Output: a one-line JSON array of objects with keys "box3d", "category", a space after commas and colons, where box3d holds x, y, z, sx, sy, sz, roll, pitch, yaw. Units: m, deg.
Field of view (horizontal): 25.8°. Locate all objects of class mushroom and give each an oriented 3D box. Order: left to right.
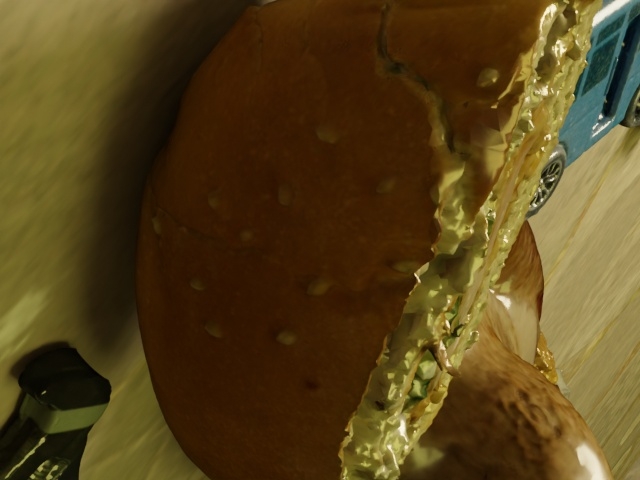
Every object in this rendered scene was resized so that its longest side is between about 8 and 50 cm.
[{"box3d": [0.065, 0.088, 0.813, 0.267, 0.254, 0.267, -56, -174, 9], "category": "mushroom"}]

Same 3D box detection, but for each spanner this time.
[{"box3d": [-0.135, 0.159, 0.706, 0.087, 0.024, 0.316, -43, 156, -28], "category": "spanner"}]

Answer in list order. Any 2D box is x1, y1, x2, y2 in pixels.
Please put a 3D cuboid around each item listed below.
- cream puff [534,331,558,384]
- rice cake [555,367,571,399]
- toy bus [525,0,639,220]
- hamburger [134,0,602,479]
[{"box3d": [0.110, 0.137, 1.051, 0.189, 0.129, 0.189, -42, 151, -29], "category": "cream puff"}, {"box3d": [0.179, 0.155, 1.325, 0.256, 0.057, 0.052, -2, 105, -64], "category": "rice cake"}, {"box3d": [0.119, -0.117, 0.729, 0.234, 0.116, 0.134, -37, 148, -37], "category": "toy bus"}, {"box3d": [0.000, 0.000, 0.585, 0.144, 0.156, 0.283, -53, 165, -62], "category": "hamburger"}]
